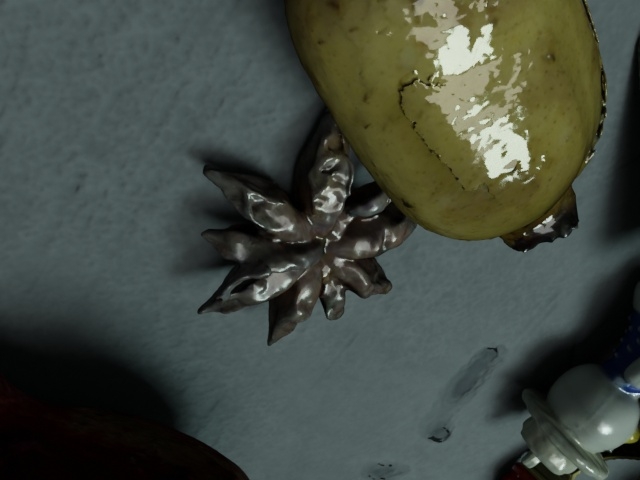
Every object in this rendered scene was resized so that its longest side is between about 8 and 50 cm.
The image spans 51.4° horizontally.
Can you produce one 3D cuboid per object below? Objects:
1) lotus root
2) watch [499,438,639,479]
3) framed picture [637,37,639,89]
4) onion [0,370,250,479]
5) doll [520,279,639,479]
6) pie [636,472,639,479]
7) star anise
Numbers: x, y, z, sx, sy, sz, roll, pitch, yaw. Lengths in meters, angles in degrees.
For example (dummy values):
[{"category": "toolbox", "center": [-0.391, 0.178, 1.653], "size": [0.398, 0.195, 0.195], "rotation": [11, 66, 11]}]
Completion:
[{"category": "lotus root", "center": [0.087, -0.101, 0.412], "size": [0.160, 0.146, 0.284], "rotation": [-26, 122, 20]}, {"category": "watch", "center": [0.349, 0.327, 0.840], "size": [0.268, 0.102, 0.165], "rotation": [5, 106, -24]}, {"category": "framed picture", "center": [0.362, -0.065, 0.563], "size": [0.189, 0.023, 0.260], "rotation": [-16, 107, -9]}, {"category": "onion", "center": [-0.211, 0.226, 0.465], "size": [0.347, 0.348, 0.385], "rotation": [-25, 93, -1]}, {"category": "doll", "center": [0.315, 0.137, 0.679], "size": [0.119, 0.138, 0.293], "rotation": [44, 104, 9]}, {"category": "pie", "center": [0.425, 0.187, 0.724], "size": [0.274, 0.055, 0.274], "rotation": [-35, 144, -31]}, {"category": "star anise", "center": [0.000, 0.000, 0.503], "size": [0.182, 0.065, 0.195], "rotation": [-6, 118, -22]}]
